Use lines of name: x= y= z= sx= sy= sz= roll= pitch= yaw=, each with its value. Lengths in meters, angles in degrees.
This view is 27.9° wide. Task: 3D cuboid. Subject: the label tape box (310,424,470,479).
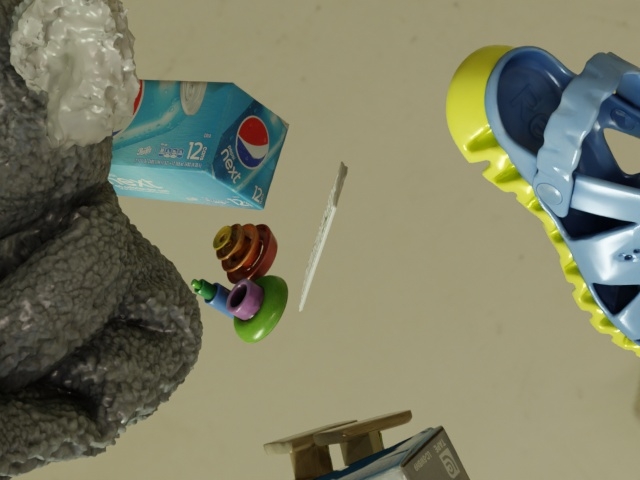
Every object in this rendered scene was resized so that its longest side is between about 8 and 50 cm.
label tape box: x=0.053 y=0.345 z=0.993 sx=0.334 sy=0.240 sz=0.106 roll=63 pitch=-157 yaw=1

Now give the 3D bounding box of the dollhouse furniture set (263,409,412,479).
dollhouse furniture set: x=0.036 y=0.273 z=1.193 sx=0.161 sy=0.242 sz=0.212 roll=-9 pitch=-97 yaw=-40

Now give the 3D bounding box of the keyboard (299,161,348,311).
keyboard: x=0.000 y=0.000 z=1.651 sx=0.014 sy=0.072 sz=0.256 roll=17 pitch=146 yaw=0

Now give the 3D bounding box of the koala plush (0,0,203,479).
koala plush: x=-0.151 y=-0.023 z=0.613 sx=0.203 sy=0.221 sz=0.196 roll=-9 pitch=-163 yaw=-36

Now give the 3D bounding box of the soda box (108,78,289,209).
soda box: x=-0.130 y=-0.071 z=0.917 sx=0.210 sy=0.067 sz=0.071 roll=6 pitch=163 yaw=36

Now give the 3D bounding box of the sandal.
sandal: x=0.230 y=-0.022 z=0.931 sx=0.317 sy=0.126 sz=0.138 roll=43 pitch=158 yaw=-13

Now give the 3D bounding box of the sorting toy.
sorting toy: x=-0.059 y=0.026 z=0.903 sx=0.042 sy=0.061 sz=0.102 roll=32 pitch=-151 yaw=-31
